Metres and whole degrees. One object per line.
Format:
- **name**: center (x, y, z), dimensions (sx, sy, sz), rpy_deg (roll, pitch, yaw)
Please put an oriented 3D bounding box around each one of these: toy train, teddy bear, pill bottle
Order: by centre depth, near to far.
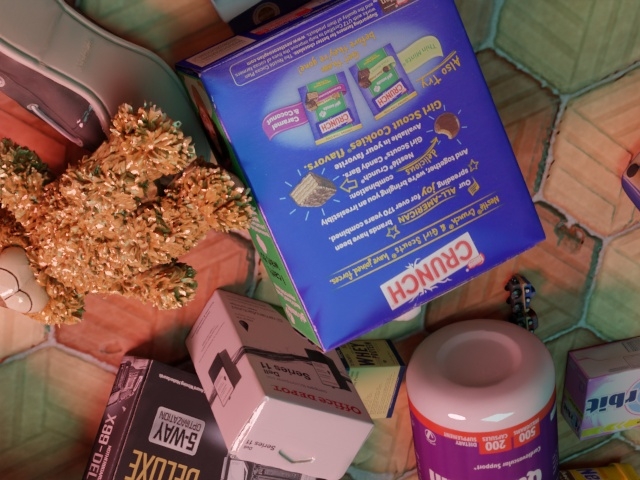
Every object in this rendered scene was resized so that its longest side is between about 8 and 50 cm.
- **teddy bear**: center (-0.222, -0.011, 1.462), dimensions (0.338, 0.113, 0.245), rpy_deg (-13, 136, 22)
- **pill bottle**: center (0.209, 0.268, 1.867), dimensions (0.181, 0.181, 0.323), rpy_deg (-17, 127, -10)
- **toy train**: center (0.258, 0.105, 1.871), dimensions (0.036, 0.027, 0.158), rpy_deg (-21, 129, -11)

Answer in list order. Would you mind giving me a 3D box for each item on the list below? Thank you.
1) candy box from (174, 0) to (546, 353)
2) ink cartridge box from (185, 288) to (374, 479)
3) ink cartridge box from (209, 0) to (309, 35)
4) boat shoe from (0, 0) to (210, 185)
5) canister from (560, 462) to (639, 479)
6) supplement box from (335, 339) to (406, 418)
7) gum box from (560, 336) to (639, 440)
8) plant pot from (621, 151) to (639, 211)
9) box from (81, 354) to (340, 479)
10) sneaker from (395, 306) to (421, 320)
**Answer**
- **candy box**: center (0.043, -0.088, 1.507), dimensions (0.268, 0.122, 0.317), rpy_deg (-26, 107, -10)
- **ink cartridge box**: center (-0.048, 0.161, 1.674), dimensions (0.153, 0.208, 0.087), rpy_deg (18, 115, -31)
- **ink cartridge box**: center (-0.028, -0.314, 1.456), dimensions (0.223, 0.045, 0.224), rpy_deg (-32, 129, 2)
- **boat shoe**: center (-0.240, -0.161, 1.465), dimensions (0.335, 0.095, 0.112), rpy_deg (40, 67, -40)
- **canister**: center (0.360, 0.366, 2.031), dimensions (0.170, 0.126, 0.073), rpy_deg (-1, 124, -19)
- **supplement box**: center (0.049, 0.171, 1.816), dimensions (0.083, 0.056, 0.083), rpy_deg (-1, 123, -21)
- **gum box**: center (0.421, 0.188, 1.970), dimensions (0.188, 0.062, 0.107), rpy_deg (-10, 126, -14)
- **plant pot**: center (0.504, -0.054, 1.733), dimensions (0.212, 0.236, 0.236), rpy_deg (31, 109, -29)
- **box**: center (-0.129, 0.294, 1.746), dimensions (0.307, 0.076, 0.242), rpy_deg (25, 77, -33)
- **sneaker**: center (0.000, 0.000, 1.649), dimensions (0.123, 0.106, 0.290), rpy_deg (-38, 117, -2)
